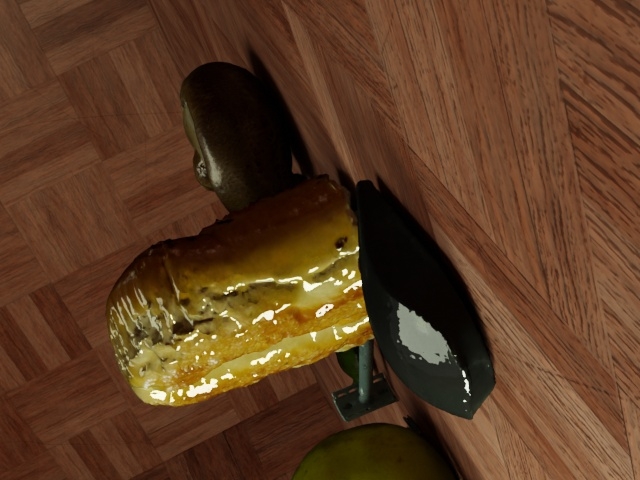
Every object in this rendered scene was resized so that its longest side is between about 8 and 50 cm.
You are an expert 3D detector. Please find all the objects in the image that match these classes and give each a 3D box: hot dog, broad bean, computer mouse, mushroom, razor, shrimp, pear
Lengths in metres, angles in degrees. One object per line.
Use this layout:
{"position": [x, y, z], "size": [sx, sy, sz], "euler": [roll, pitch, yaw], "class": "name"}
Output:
{"position": [-0.102, 0.084, 1.533], "size": [0.367, 0.365, 0.196], "euler": [78, 166, -65], "class": "hot dog"}
{"position": [0.053, 0.192, 2.107], "size": [0.077, 0.061, 0.339], "euler": [47, 167, 29], "class": "broad bean"}
{"position": [0.085, 0.066, 1.177], "size": [0.168, 0.087, 0.295], "euler": [64, 177, -39], "class": "computer mouse"}
{"position": [-0.127, -0.150, 1.725], "size": [0.253, 0.153, 0.253], "euler": [156, 90, -84], "class": "mushroom"}
{"position": [0.077, 0.220, 1.975], "size": [0.232, 0.106, 0.068], "euler": [87, 157, -52], "class": "razor"}
{"position": [0.163, 0.336, 1.969], "size": [0.038, 0.029, 0.092], "euler": [-105, -5, -79], "class": "shrimp"}
{"position": [0.086, 0.419, 1.841], "size": [0.375, 0.287, 0.287], "euler": [-84, -29, -69], "class": "pear"}

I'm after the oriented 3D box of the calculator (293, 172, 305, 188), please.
{"position": [0.000, 0.000, 1.828], "size": [0.246, 0.045, 0.141], "euler": [62, 174, 21], "class": "calculator"}
